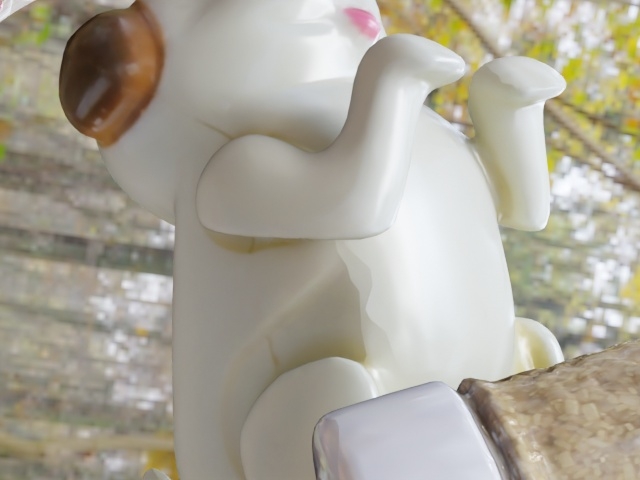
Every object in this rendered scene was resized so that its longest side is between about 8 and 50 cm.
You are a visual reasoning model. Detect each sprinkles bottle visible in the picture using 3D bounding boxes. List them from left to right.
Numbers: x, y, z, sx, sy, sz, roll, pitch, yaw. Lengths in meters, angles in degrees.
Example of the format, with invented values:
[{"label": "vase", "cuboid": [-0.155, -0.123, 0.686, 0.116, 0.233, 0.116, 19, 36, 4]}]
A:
[{"label": "sprinkles bottle", "cuboid": [0.180, 0.075, 0.560, 0.121, 0.355, 0.121, 166, -90, -83]}]

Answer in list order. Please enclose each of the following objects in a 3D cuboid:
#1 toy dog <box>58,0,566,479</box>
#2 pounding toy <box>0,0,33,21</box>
[{"label": "toy dog", "cuboid": [0.000, 0.000, 1.061, 0.395, 0.284, 0.408, -35, -107, 45]}, {"label": "pounding toy", "cuboid": [-0.297, -0.193, 1.343, 0.155, 0.269, 0.154, 42, -38, 26]}]
